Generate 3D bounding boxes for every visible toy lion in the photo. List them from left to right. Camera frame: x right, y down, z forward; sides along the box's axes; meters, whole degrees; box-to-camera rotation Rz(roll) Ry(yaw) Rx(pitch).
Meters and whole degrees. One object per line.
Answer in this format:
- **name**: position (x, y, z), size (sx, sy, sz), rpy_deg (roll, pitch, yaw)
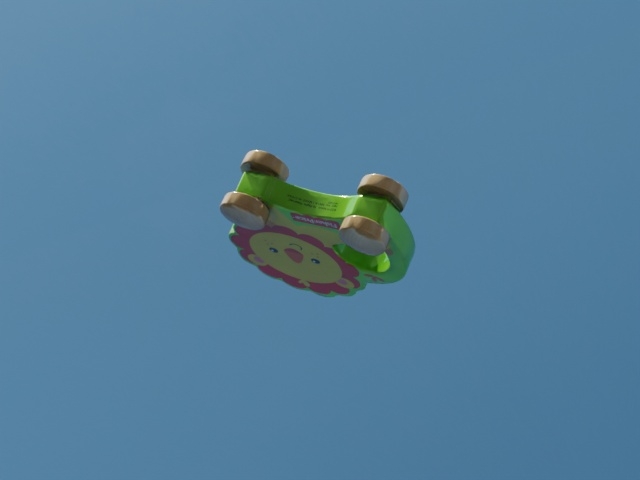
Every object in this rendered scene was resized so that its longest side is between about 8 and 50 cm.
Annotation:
- **toy lion**: position (0.000, 0.000, 0.946), size (0.100, 0.096, 0.034), rpy_deg (12, -117, 24)
